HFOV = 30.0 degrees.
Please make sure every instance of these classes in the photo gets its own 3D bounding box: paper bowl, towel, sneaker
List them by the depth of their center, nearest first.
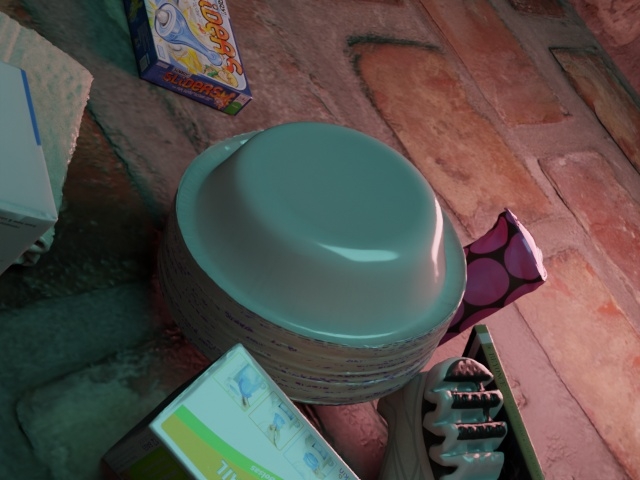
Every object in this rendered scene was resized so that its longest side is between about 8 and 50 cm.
[{"bbox_3d":[-0.297,-0.111,1.037,0.187,0.049,0.282,35,33,-26],"label":"towel"},{"bbox_3d":[0.115,0.260,1.108,0.110,0.118,0.292,16,64,-44],"label":"sneaker"},{"bbox_3d":[0.000,0.000,1.109,0.284,0.148,0.284,12,42,-11],"label":"paper bowl"}]

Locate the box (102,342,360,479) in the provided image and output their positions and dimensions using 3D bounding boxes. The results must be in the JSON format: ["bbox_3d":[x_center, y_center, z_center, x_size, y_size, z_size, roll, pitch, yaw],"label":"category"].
[{"bbox_3d":[-0.050,0.199,0.920,0.203,0.114,0.103,49,54,-2],"label":"box"}]

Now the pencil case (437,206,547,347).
[{"bbox_3d":[0.132,0.051,1.253,0.095,0.209,0.098,45,18,-51],"label":"pencil case"}]

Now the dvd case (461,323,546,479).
[{"bbox_3d":[0.177,0.218,1.190,0.018,0.164,0.221,-8,55,-13],"label":"dvd case"}]

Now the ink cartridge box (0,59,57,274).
[{"bbox_3d":[-0.278,-0.024,0.822,0.082,0.191,0.139,17,44,-44],"label":"ink cartridge box"}]

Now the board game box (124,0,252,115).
[{"bbox_3d":[-0.159,-0.246,1.373,0.136,0.035,0.201,18,43,-41],"label":"board game box"}]
